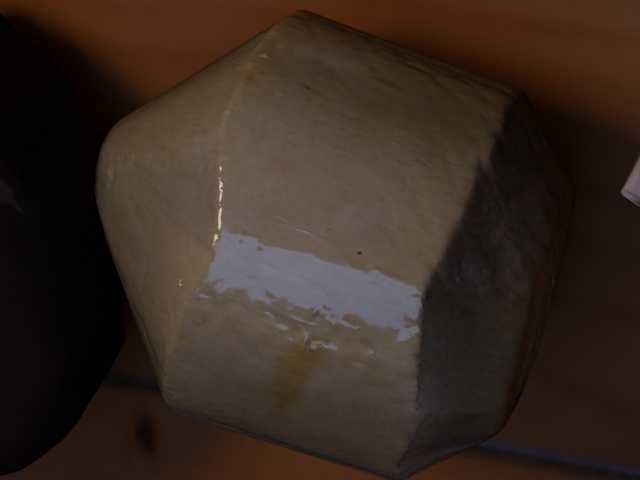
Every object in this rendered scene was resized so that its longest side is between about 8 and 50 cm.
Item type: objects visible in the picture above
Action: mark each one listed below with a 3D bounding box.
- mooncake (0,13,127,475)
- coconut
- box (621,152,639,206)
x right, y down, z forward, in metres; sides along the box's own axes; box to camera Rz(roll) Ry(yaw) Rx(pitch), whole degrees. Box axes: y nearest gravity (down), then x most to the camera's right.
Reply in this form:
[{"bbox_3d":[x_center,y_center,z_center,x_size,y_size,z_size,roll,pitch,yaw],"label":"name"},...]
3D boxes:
[{"bbox_3d":[-0.231,-0.006,0.967,0.283,0.141,0.283,8,125,12],"label":"mooncake"},{"bbox_3d":[0.000,0.000,0.842,0.222,0.202,0.202,19,120,11],"label":"coconut"},{"bbox_3d":[0.209,-0.128,0.719,0.067,0.155,0.243,27,122,10],"label":"box"}]
